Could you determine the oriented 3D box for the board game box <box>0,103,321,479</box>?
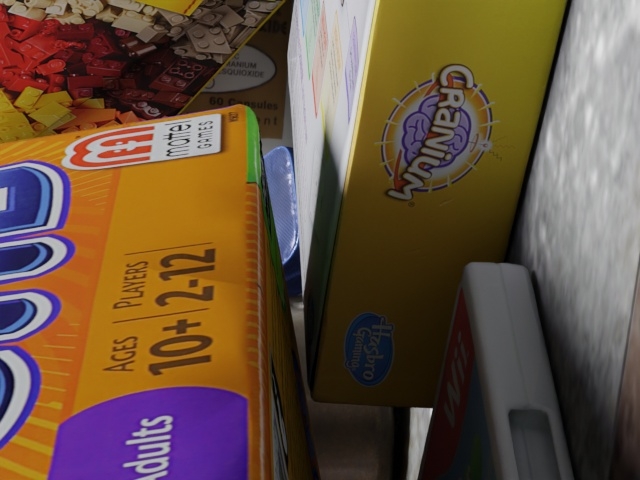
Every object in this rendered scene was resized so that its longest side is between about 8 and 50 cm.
[{"bbox_3d":[-0.164,0.195,0.652,0.356,0.356,0.356,-97,-3,-72],"label":"board game box"}]

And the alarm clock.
[{"bbox_3d":[-0.001,0.110,0.943,0.129,0.064,0.192,138,134,-74],"label":"alarm clock"}]

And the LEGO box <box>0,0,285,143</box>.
[{"bbox_3d":[-0.161,-0.330,1.260,0.372,0.193,0.500,-42,46,44],"label":"LEGO box"}]

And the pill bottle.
[{"bbox_3d":[-0.063,-0.164,1.362,0.131,0.131,0.229,-154,69,-83],"label":"pill bottle"}]

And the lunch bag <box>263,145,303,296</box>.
[{"bbox_3d":[-0.010,-0.005,1.029,0.098,0.065,0.067,-28,59,46],"label":"lunch bag"}]

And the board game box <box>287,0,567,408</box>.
[{"bbox_3d":[0.040,-0.132,0.743,0.242,0.064,0.317,-94,11,-51],"label":"board game box"}]

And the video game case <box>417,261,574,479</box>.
[{"bbox_3d":[0.054,0.172,0.615,0.285,0.025,0.204,-94,10,-53],"label":"video game case"}]
